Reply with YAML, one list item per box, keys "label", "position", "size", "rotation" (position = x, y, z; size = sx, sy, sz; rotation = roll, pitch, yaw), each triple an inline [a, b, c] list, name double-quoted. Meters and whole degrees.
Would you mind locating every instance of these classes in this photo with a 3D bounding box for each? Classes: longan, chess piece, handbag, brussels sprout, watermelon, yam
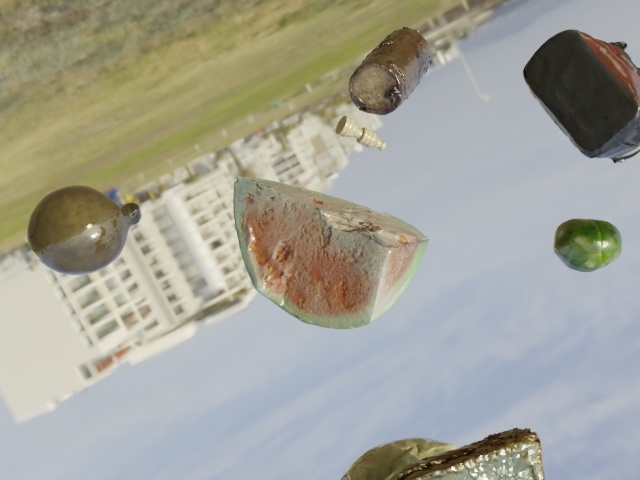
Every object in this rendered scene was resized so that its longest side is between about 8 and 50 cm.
- label: "longan"
  position: [-0.422, -0.024, 1.788]
  size: [0.204, 0.159, 0.185]
  rotation: [-18, -151, -11]
- label: "chess piece"
  position: [0.073, -0.179, 1.705]
  size: [0.035, 0.092, 0.035]
  rotation: [-47, -151, 37]
- label: "handbag"
  position: [0.518, -0.274, 1.857]
  size: [0.181, 0.254, 0.181]
  rotation: [-4, 142, -53]
- label: "brussels sprout"
  position: [0.567, 0.011, 2.132]
  size: [0.155, 0.117, 0.155]
  rotation: [-2, 163, -1]
- label: "watermelon"
  position: [0.000, 0.000, 1.528]
  size: [0.305, 0.180, 0.224]
  rotation: [24, -121, 29]
- label: "yam"
  position: [0.151, -0.351, 2.080]
  size: [0.131, 0.131, 0.279]
  rotation: [-24, -164, 28]

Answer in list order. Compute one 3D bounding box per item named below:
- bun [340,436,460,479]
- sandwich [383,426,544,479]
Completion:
- label: "bun"
  position: [0.182, 0.481, 1.616]
  size: [0.364, 0.364, 0.202]
  rotation: [-32, 160, -34]
- label: "sandwich"
  position: [0.216, 0.439, 1.393]
  size: [0.271, 0.301, 0.099]
  rotation: [-18, -179, -15]
